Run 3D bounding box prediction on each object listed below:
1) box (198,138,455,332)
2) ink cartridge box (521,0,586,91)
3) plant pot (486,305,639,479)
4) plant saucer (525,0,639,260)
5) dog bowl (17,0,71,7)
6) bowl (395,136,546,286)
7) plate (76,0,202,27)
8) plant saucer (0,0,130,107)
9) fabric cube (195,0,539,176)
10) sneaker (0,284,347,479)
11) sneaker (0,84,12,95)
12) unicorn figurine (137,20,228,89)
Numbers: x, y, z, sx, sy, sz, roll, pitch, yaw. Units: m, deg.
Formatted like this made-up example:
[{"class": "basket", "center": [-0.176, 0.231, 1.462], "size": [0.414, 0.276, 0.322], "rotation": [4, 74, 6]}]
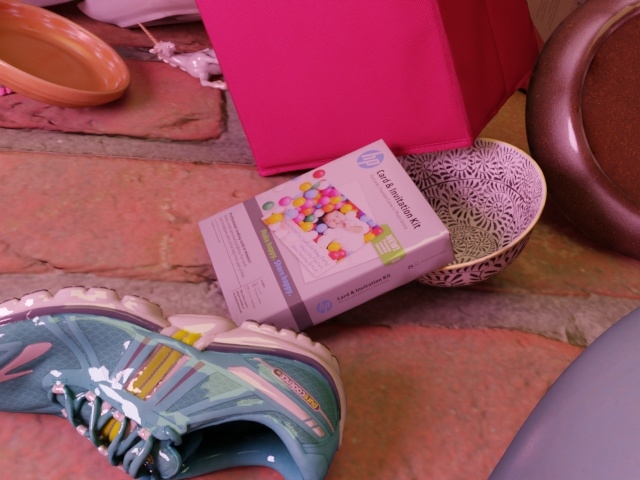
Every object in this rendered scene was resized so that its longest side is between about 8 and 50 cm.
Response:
[{"class": "box", "center": [0.000, 0.000, 0.674], "size": [0.186, 0.038, 0.145], "rotation": [-23, 44, -4]}, {"class": "ink cartridge box", "center": [0.399, -0.244, 1.007], "size": [0.117, 0.207, 0.283], "rotation": [-18, 45, -32]}, {"class": "plant pot", "center": [0.237, 0.156, 0.421], "size": [0.293, 0.235, 0.293], "rotation": [6, 36, -5]}, {"class": "plant saucer", "center": [0.370, -0.130, 0.806], "size": [0.310, 0.311, 0.050], "rotation": [11, -4, 1]}, {"class": "dog bowl", "center": [-0.416, -0.408, 1.078], "size": [0.348, 0.102, 0.349], "rotation": [-1, 34, 1]}, {"class": "bowl", "center": [0.124, -0.011, 0.724], "size": [0.170, 0.080, 0.170], "rotation": [-11, 42, 10]}, {"class": "plate", "center": [-0.147, -0.316, 1.037], "size": [0.277, 0.045, 0.278], "rotation": [-14, 16, -31]}, {"class": "plant saucer", "center": [-0.315, -0.209, 0.890], "size": [0.200, 0.037, 0.200], "rotation": [25, 26, -13]}, {"class": "fabric cube", "center": [0.050, -0.244, 0.812], "size": [0.254, 0.258, 0.259], "rotation": [-4, 26, 33]}, {"class": "sneaker", "center": [-0.117, 0.104, 0.523], "size": [0.275, 0.107, 0.110], "rotation": [7, 46, -4]}, {"class": "sneaker", "center": [-0.400, -0.193, 0.895], "size": [0.119, 0.047, 0.057], "rotation": [0, 27, -15]}, {"class": "unicorn figurine", "center": [-0.136, -0.229, 0.995], "size": [0.162, 0.060, 0.111], "rotation": [-8, 27, -45]}]
